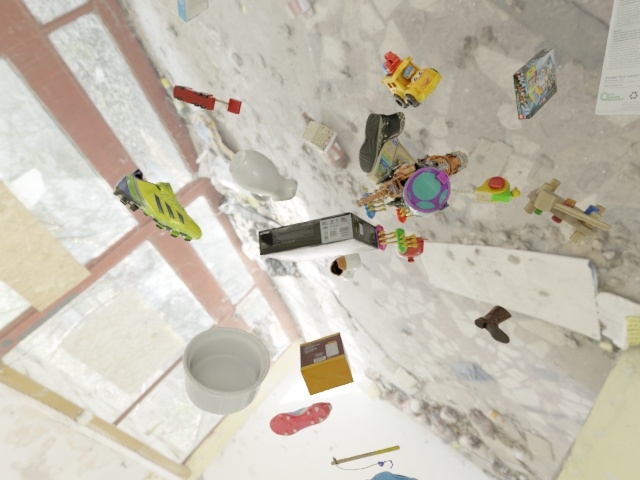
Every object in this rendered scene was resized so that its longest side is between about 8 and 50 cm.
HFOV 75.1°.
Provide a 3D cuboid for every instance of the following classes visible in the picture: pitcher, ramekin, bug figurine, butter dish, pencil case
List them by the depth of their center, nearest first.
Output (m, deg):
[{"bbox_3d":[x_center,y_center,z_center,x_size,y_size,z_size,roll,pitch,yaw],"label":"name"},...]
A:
[{"bbox_3d":[0.163,-0.069,0.639,0.065,0.070,0.151,63,-169,4],"label":"pencil case"},{"bbox_3d":[-0.204,-0.194,1.341,0.177,0.126,0.207,-18,145,37],"label":"pitcher"},{"bbox_3d":[-0.312,0.428,1.364,0.277,0.277,0.135,33,125,26],"label":"ramekin"},{"bbox_3d":[0.234,-0.065,1.431,0.072,0.278,0.217,-21,72,41],"label":"bug figurine"},{"bbox_3d":[0.423,0.047,1.969,0.160,0.159,0.119,89,177,-88],"label":"butter dish"}]

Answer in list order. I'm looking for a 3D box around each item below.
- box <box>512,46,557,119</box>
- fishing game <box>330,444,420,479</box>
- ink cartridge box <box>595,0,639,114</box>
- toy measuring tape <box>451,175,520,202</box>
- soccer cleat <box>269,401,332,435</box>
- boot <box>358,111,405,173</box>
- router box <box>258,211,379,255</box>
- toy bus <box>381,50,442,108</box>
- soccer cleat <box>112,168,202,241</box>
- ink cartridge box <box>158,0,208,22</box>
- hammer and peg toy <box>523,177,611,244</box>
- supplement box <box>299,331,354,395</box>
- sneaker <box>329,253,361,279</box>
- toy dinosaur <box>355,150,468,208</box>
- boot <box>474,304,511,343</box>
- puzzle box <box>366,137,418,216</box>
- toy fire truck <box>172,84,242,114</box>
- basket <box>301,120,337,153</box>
[{"bbox_3d":[0.746,-0.543,1.440,0.044,0.233,0.159,14,136,47],"label":"box"},{"bbox_3d":[0.128,0.476,0.681,0.189,0.041,0.264,-22,84,25],"label":"fishing game"},{"bbox_3d":[0.750,-0.423,0.831,0.324,0.071,0.331,-144,51,-63],"label":"ink cartridge box"},{"bbox_3d":[0.735,-0.241,1.897,0.329,0.121,0.121,11,143,29],"label":"toy measuring tape"},{"bbox_3d":[-0.070,0.636,1.491,0.095,0.247,0.083,8,-123,-63],"label":"soccer cleat"},{"bbox_3d":[0.245,-0.387,1.629,0.085,0.178,0.237,34,131,35],"label":"boot"},{"bbox_3d":[0.000,0.000,1.300,0.308,0.081,0.243,-10,167,23],"label":"router box"},{"bbox_3d":[0.329,-0.635,1.600,0.211,0.149,0.220,41,-177,-22],"label":"toy bus"},{"bbox_3d":[-0.422,-0.101,1.115,0.289,0.121,0.093,31,160,14],"label":"soccer cleat"},{"bbox_3d":[-0.384,-0.680,1.112,0.143,0.092,0.090,37,154,2],"label":"ink cartridge box"},{"bbox_3d":[0.871,-0.097,1.487,0.266,0.361,0.127,40,122,22],"label":"hammer and peg toy"},{"bbox_3d":[0.021,0.509,1.735,0.194,0.191,0.129,-101,-8,-72],"label":"supplement box"},{"bbox_3d":[0.090,0.118,1.860,0.290,0.123,0.106,108,147,-69],"label":"sneaker"},{"bbox_3d":[0.257,-0.180,1.208,0.218,0.321,0.165,175,92,-84],"label":"toy dinosaur"},{"bbox_3d":[0.492,0.224,1.128,0.106,0.114,0.037,38,132,41],"label":"boot"},{"bbox_3d":[0.393,-0.332,2.085,0.052,0.272,0.408,1,156,43],"label":"puzzle box"},{"bbox_3d":[-0.376,-0.471,1.392,0.191,0.135,0.047,21,113,8],"label":"toy fire truck"},{"bbox_3d":[-0.011,-0.501,2.002,0.103,0.113,0.167,26,-171,-25],"label":"basket"}]
